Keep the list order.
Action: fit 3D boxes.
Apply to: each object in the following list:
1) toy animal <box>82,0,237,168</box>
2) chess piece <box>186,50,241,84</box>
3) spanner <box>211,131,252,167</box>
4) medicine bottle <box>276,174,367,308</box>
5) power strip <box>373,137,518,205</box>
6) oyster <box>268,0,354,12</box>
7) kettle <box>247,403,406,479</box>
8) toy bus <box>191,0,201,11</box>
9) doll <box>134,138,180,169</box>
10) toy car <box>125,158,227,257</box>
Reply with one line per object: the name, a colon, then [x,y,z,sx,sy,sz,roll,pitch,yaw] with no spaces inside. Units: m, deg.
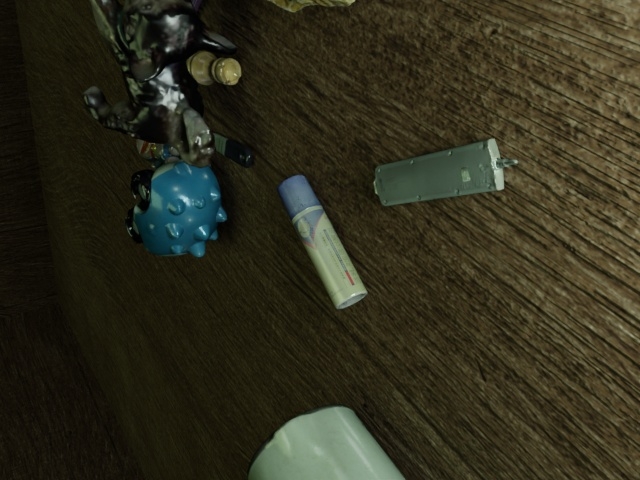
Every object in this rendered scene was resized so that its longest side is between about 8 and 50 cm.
toy animal: [-0.276,-0.314,1.117,0.302,0.194,0.344,42,143,24]
chess piece: [-0.204,-0.329,1.220,0.122,0.066,0.066,24,123,45]
spanner: [-0.227,-0.216,1.341,0.316,0.024,0.087,31,123,49]
medicine bottle: [0.000,0.000,1.046,0.231,0.059,0.059,62,147,17]
power strip: [0.153,-0.083,0.798,0.252,0.027,0.060,-4,99,58]
oyster: [-0.079,-0.427,0.907,0.341,0.166,0.110,42,132,8]
kettle: [0.072,0.501,1.041,0.377,0.250,0.361,50,170,37]
toy bus: [-0.288,-0.481,1.241,0.178,0.098,0.087,-35,73,57]
doll: [-0.395,-0.228,1.544,0.152,0.085,0.114,32,106,36]
toy car: [-0.303,-0.055,1.379,0.190,0.188,0.255,52,141,21]
